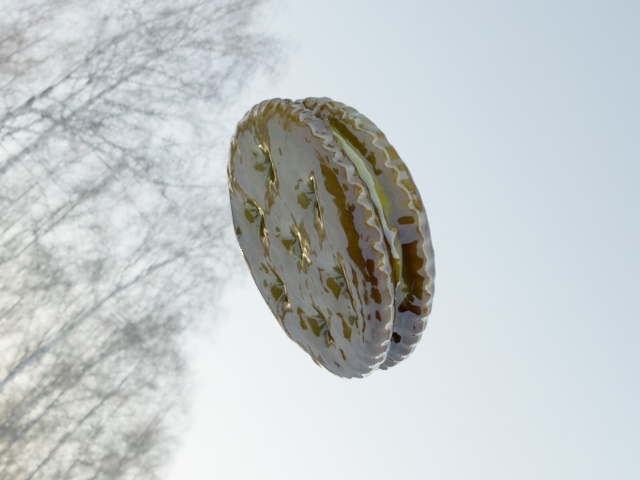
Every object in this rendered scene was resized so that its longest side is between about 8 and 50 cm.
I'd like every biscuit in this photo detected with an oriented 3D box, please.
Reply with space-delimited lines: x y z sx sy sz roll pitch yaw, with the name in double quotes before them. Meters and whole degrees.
"biscuit" 0.000 0.000 0.627 0.220 0.066 0.220 38 -42 45
